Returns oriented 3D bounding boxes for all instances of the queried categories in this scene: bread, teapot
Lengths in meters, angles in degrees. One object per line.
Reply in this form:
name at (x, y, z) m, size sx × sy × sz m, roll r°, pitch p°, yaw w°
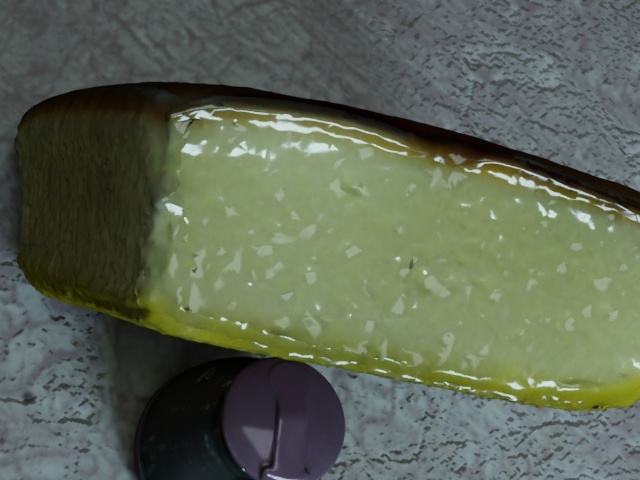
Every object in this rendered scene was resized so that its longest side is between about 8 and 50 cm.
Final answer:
bread at (0.000, 0.000, 1.046) m, size 0.323 × 0.333 × 0.143 m, roll 11°, pitch 88°, yaw -23°
teapot at (-0.051, 0.134, 1.084) m, size 0.116 × 0.146 × 0.148 m, roll 37°, pitch 63°, yaw -9°
